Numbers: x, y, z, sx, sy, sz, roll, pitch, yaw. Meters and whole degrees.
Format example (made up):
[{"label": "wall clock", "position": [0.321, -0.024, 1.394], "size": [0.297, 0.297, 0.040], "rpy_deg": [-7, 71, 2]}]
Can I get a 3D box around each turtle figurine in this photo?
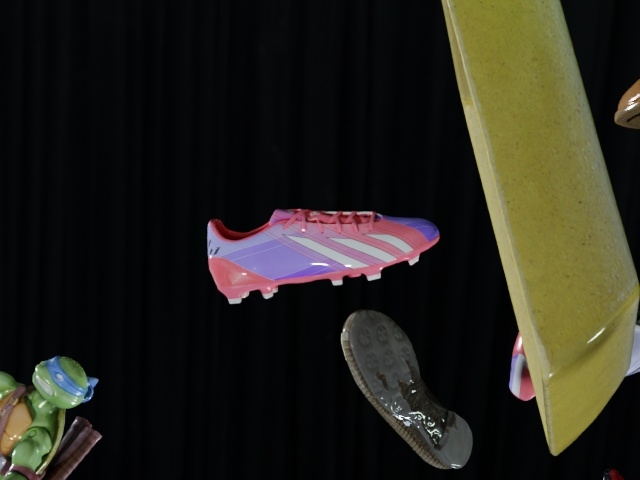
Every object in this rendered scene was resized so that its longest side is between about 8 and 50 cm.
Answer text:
[{"label": "turtle figurine", "position": [-0.355, 0.199, 1.396], "size": [0.198, 0.266, 0.274], "rpy_deg": [41, -164, 10]}]

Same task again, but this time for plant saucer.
[{"label": "plant saucer", "position": [0.165, -0.032, 1.113], "size": [0.081, 0.333, 0.333], "rpy_deg": [-14, 161, 5]}]

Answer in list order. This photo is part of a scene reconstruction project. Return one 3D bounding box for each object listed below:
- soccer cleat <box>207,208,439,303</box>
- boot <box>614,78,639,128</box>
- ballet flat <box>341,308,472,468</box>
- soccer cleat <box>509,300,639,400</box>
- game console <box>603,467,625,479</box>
[{"label": "soccer cleat", "position": [0.000, 0.000, 1.595], "size": [0.248, 0.095, 0.083], "rpy_deg": [-13, -172, 9]}, {"label": "boot", "position": [0.303, -0.187, 1.217], "size": [0.073, 0.152, 0.197], "rpy_deg": [7, 153, -37]}, {"label": "ballet flat", "position": [0.081, 0.159, 1.572], "size": [0.058, 0.250, 0.084], "rpy_deg": [3, -125, 41]}, {"label": "soccer cleat", "position": [0.365, 0.143, 1.953], "size": [0.318, 0.116, 0.108], "rpy_deg": [1, -154, -42]}, {"label": "game console", "position": [0.262, 0.298, 1.395], "size": [0.085, 0.144, 0.124], "rpy_deg": [-15, -128, 24]}]
